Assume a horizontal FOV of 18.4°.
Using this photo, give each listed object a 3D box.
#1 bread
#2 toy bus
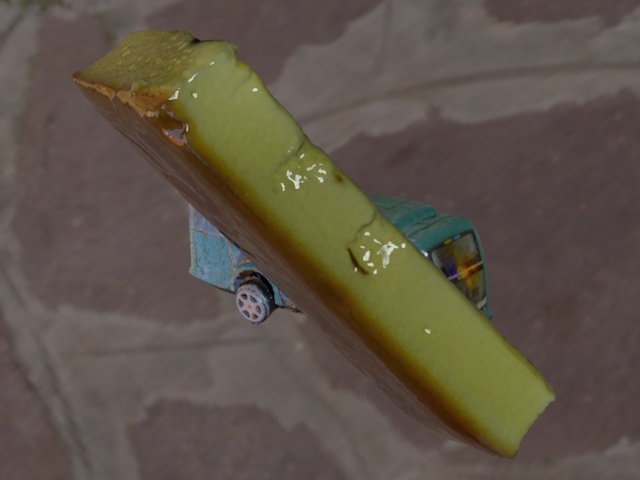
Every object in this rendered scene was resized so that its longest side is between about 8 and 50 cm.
[{"bbox_3d":[0.000,0.001,1.293,0.077,0.138,0.361,-49,116,-10],"label":"bread"},{"bbox_3d":[0.010,0.015,1.556,0.261,0.091,0.109,12,116,37],"label":"toy bus"}]
